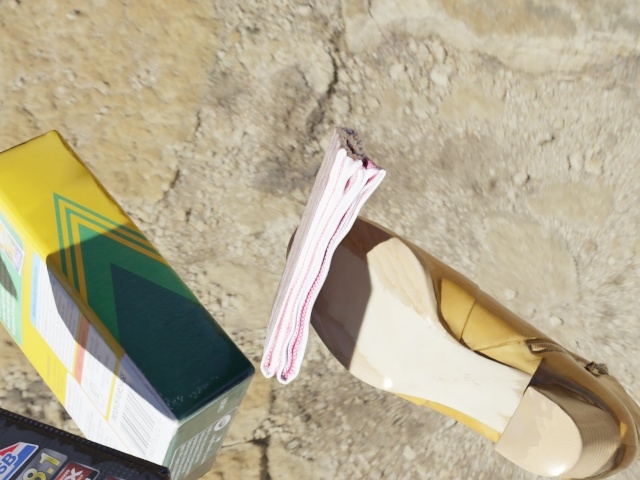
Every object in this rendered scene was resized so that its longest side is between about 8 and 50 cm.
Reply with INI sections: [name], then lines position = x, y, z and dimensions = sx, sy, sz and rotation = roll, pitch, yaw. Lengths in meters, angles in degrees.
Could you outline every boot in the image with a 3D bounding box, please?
[boot]
position = 0.122, 0.088, 0.755
dimensions = 0.295, 0.211, 0.104
rotation = 39, 102, 28

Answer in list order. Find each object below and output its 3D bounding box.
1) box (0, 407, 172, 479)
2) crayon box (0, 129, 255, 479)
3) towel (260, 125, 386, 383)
[box]
position = -0.233, 0.202, 0.486
dimensions = 0.216, 0.270, 0.060
rotation = 14, 131, 21
[crayon box]
position = -0.201, 0.055, 0.802
dimensions = 0.083, 0.203, 0.323
rotation = -32, 71, -33
[towel]
position = 0.000, 0.000, 0.622
dimensions = 0.029, 0.197, 0.144
rotation = 20, 101, -4
